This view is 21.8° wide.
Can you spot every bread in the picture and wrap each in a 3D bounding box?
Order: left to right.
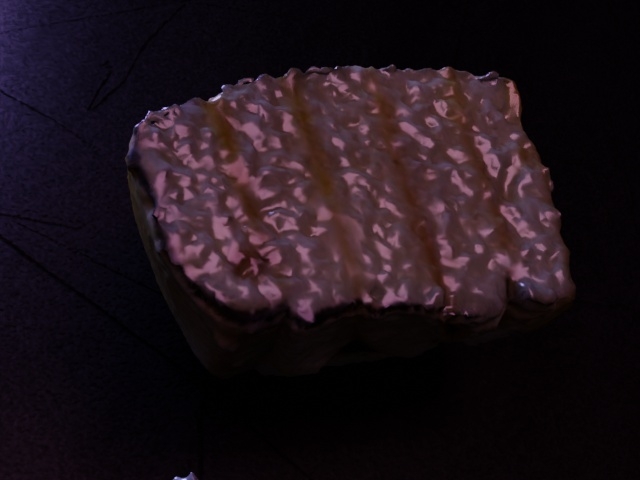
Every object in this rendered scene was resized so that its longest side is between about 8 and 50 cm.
[{"bbox_3d":[-0.009,0.002,1.439,0.395,0.264,0.239,-5,72,-27],"label":"bread"}]

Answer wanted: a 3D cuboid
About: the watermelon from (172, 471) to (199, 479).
[{"bbox_3d":[-0.066,0.335,1.220,0.224,0.180,0.305,-6,58,-43],"label":"watermelon"}]
